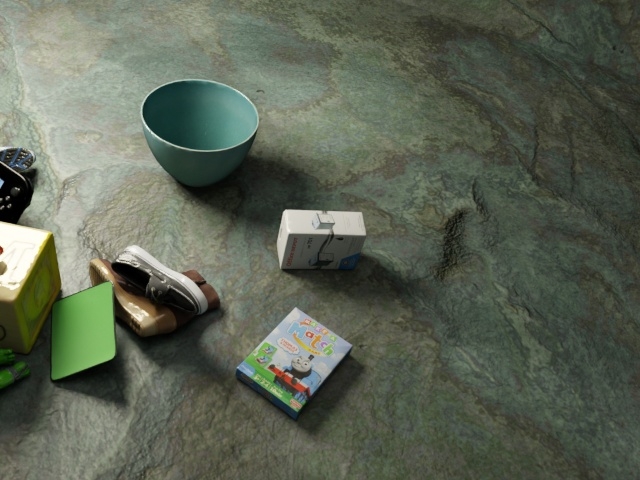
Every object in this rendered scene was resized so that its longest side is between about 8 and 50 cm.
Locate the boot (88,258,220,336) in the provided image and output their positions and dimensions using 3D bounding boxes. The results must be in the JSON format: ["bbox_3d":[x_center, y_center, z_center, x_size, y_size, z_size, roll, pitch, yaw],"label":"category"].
[{"bbox_3d":[-0.371,0.105,1.481,0.248,0.090,0.207,41,39,24],"label":"boot"}]

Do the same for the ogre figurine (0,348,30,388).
[{"bbox_3d":[-0.668,0.241,1.258,0.197,0.097,0.118,43,30,-20],"label":"ogre figurine"}]

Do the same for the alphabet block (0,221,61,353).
[{"bbox_3d":[-0.658,0.087,1.334,0.197,0.192,0.193,11,48,-3],"label":"alphabet block"}]

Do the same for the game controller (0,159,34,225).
[{"bbox_3d":[-0.811,-0.135,1.538,0.319,0.067,0.166,32,83,13],"label":"game controller"}]

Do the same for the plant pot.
[{"bbox_3d":[-0.315,-0.253,1.726,0.291,0.195,0.290,7,46,-8],"label":"plant pot"}]

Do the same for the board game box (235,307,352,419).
[{"bbox_3d":[-0.054,0.258,1.430,0.160,0.039,0.211,32,48,16],"label":"board game box"}]

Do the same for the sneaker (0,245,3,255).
[{"bbox_3d":[-0.628,0.030,1.223,0.076,0.057,0.161,-7,47,-12],"label":"sneaker"}]

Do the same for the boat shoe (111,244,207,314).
[{"bbox_3d":[-0.340,0.093,1.379,0.229,0.080,0.076,35,46,14],"label":"boat shoe"}]

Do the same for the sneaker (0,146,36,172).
[{"bbox_3d":[-0.808,-0.190,1.641,0.211,0.080,0.081,-3,10,-5],"label":"sneaker"}]

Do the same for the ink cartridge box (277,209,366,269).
[{"bbox_3d":[0.000,0.000,1.611,0.191,0.139,0.082,0,50,-13],"label":"ink cartridge box"}]

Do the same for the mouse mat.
[{"bbox_3d":[-0.484,0.181,1.354,0.153,0.007,0.189,-21,57,9],"label":"mouse mat"}]
